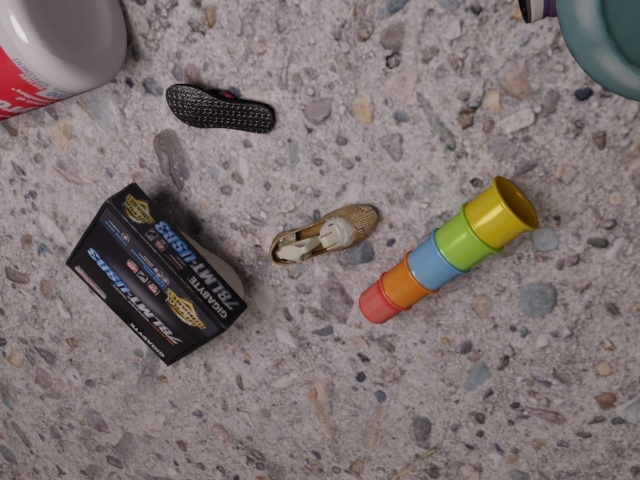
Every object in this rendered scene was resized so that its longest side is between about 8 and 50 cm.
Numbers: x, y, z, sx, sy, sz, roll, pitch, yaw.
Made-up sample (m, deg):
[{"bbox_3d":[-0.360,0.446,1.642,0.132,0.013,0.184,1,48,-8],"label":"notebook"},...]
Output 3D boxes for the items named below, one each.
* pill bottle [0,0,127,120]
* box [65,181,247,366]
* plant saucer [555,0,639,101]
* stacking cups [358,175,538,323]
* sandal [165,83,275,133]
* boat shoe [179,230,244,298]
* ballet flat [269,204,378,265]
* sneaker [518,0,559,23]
[{"bbox_3d":[-0.531,-0.305,0.960,0.407,0.229,0.229,-9,112,25],"label":"pill bottle"},{"bbox_3d":[-0.312,0.079,1.125,0.295,0.073,0.293,49,138,-7],"label":"box"},{"bbox_3d":[0.424,-0.297,0.663,0.317,0.044,0.318,2,121,3],"label":"plant saucer"},{"bbox_3d":[0.177,0.027,0.947,0.096,0.096,0.316,47,124,-7],"label":"stacking cups"},{"bbox_3d":[-0.160,-0.212,0.985,0.179,0.040,0.067,12,126,-2],"label":"sandal"},{"bbox_3d":[-0.224,0.059,1.133,0.184,0.066,0.063,36,141,-5],"label":"boat shoe"},{"bbox_3d":[0.000,0.000,1.011,0.206,0.067,0.073,-23,105,28],"label":"ballet flat"},{"bbox_3d":[0.279,-0.405,0.690,0.124,0.107,0.283,-9,120,14],"label":"sneaker"}]
